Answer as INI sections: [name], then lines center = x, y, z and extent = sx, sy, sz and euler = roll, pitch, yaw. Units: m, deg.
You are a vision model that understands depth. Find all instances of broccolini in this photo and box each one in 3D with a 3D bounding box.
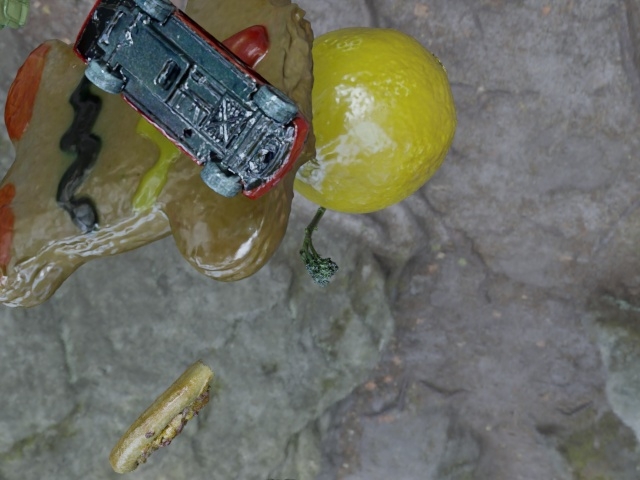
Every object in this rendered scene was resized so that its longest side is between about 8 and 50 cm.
[broccolini]
center = -0.007, -0.001, 1.233
extent = 0.052, 0.194, 0.054
euler = 15, 127, -15

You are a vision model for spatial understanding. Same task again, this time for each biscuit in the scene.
[biscuit]
center = -0.190, -0.124, 0.827
extent = 0.394, 0.368, 0.076
euler = -9, 155, 26

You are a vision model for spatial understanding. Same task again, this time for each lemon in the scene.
[lemon]
center = 0.057, -0.176, 1.163
extent = 0.293, 0.293, 0.293
euler = 14, 145, 10

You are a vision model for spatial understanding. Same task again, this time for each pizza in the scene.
[pizza]
center = -0.223, 0.257, 1.125
extent = 0.058, 0.127, 0.246
euler = 45, 105, 1

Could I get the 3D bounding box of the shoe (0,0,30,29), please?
[shoe]
center = -0.506, -0.377, 1.209
extent = 0.140, 0.262, 0.128
euler = 14, 128, 31

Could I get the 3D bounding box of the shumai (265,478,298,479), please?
[shumai]
center = -0.044, 0.501, 1.233
extent = 0.261, 0.225, 0.222
euler = -35, 113, 29

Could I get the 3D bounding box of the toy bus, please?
[toy bus]
center = -0.089, -0.113, 0.605
extent = 0.195, 0.089, 0.081
euler = 41, 106, 13
